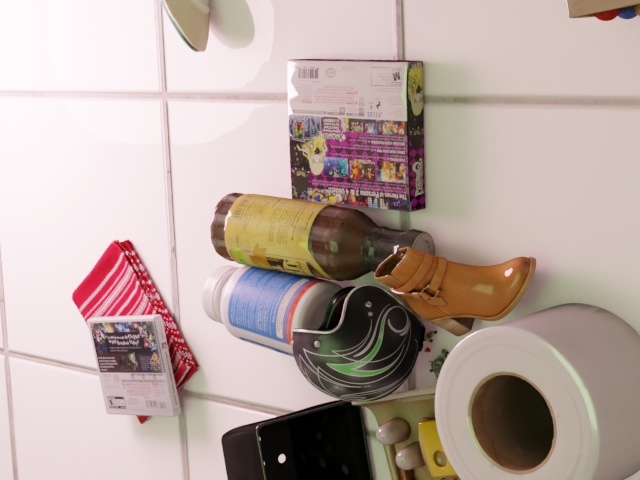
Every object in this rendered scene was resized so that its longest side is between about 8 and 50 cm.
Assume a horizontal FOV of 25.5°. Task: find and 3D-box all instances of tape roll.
[{"bbox_3d":[0.289,0.211,1.788,0.246,0.169,0.246,9,104,41],"label":"tape roll"}]

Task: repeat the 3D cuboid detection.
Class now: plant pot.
[{"bbox_3d":[-0.048,0.342,2.127,0.167,0.187,0.188,-4,96,55],"label":"plant pot"}]

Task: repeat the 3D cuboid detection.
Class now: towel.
[{"bbox_3d":[-0.327,0.156,2.441,0.199,0.031,0.274,-46,68,39],"label":"towel"}]

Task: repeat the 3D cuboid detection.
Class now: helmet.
[{"bbox_3d":[0.049,0.147,1.978,0.169,0.169,0.161,29,78,35],"label":"helmet"}]

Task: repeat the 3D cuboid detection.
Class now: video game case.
[{"bbox_3d":[0.049,-0.154,2.023,0.232,0.042,0.210,7,103,42],"label":"video game case"},{"bbox_3d":[-0.319,0.214,2.414,0.190,0.022,0.173,-5,99,45],"label":"video game case"}]

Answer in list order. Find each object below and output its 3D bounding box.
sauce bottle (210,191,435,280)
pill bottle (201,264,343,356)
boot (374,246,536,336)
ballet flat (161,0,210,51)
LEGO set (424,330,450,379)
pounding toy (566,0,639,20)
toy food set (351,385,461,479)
[{"bbox_3d":[0.000,0.000,2.046,0.344,0.111,0.111,9,104,35],"label":"sauce bottle"},{"bbox_3d":[-0.072,0.101,2.129,0.222,0.124,0.124,14,108,40],"label":"pill bottle"},{"bbox_3d":[0.176,0.048,1.872,0.152,0.073,0.197,34,135,-16],"label":"boot"},{"bbox_3d":[-0.222,-0.409,2.205,0.086,0.086,0.248,-45,67,38],"label":"ballet flat"},{"bbox_3d":[0.163,0.169,1.994,0.083,0.023,0.054,49,127,24],"label":"LEGO set"},{"bbox_3d":[0.368,-0.292,1.641,0.141,0.130,0.100,-5,95,43],"label":"pounding toy"},{"bbox_3d":[0.162,0.357,1.986,0.220,0.092,0.306,-16,88,44],"label":"toy food set"}]
